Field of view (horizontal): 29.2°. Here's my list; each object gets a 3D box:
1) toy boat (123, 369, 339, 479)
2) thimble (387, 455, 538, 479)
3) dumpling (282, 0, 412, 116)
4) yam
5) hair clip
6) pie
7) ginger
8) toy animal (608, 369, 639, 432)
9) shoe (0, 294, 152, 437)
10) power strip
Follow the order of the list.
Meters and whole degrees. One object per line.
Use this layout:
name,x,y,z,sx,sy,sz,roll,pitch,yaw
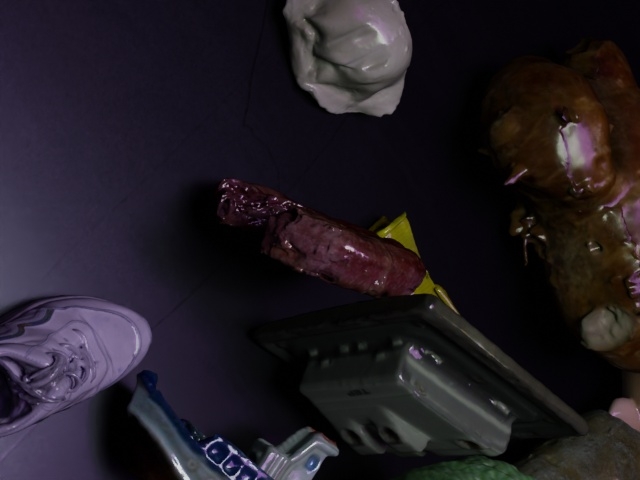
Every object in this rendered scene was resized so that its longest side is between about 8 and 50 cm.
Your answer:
toy boat,-0.072,0.205,1.147,0.262,0.114,0.115,32,78,-23
thimble,0.134,0.325,1.198,0.150,0.219,0.219,-4,89,-45
dumpling,0.029,-0.208,1.285,0.127,0.108,0.188,-24,119,-14
yam,0.259,0.297,1.407,0.330,0.133,0.133,-21,99,-34
hair clip,0.104,0.055,1.347,0.072,0.046,0.173,-42,110,-30
pie,0.000,0.000,1.172,0.204,0.218,0.054,21,94,-24
ginger,0.305,-0.036,1.436,0.254,0.176,0.418,-11,86,-38
toy animal,0.478,0.143,1.553,0.195,0.213,0.256,22,113,2
shoe,-0.233,0.107,1.019,0.245,0.137,0.095,-18,101,-38
power strip,0.087,0.153,1.190,0.251,0.257,0.092,43,57,-26
